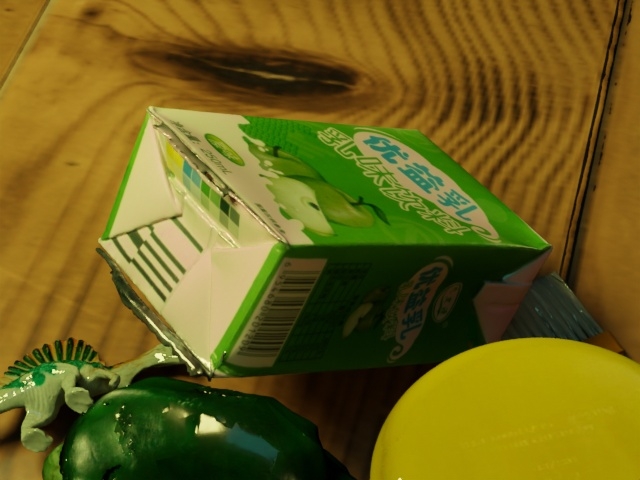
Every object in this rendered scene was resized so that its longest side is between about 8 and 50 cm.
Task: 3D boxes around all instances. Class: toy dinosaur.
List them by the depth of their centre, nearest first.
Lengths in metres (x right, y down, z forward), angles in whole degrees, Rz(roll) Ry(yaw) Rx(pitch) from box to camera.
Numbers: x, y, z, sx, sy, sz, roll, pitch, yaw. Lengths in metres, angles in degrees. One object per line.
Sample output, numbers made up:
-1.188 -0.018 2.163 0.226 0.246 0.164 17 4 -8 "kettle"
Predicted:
-0.186 0.096 1.041 0.187 0.044 0.106 -8 27 9 "toy dinosaur"

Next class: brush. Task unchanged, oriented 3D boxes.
0.208 0.145 1.019 0.090 0.017 0.314 -22 55 -17 "brush"

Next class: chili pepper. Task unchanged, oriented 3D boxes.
-0.087 0.171 0.908 0.261 0.174 0.165 -4 64 38 "chili pepper"

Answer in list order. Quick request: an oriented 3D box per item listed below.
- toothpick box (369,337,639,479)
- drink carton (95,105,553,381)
0.113 0.198 0.817 0.175 0.271 0.175 -1 45 1 "toothpick box"
0.000 0.000 0.996 0.271 0.108 0.161 1 35 -45 "drink carton"
